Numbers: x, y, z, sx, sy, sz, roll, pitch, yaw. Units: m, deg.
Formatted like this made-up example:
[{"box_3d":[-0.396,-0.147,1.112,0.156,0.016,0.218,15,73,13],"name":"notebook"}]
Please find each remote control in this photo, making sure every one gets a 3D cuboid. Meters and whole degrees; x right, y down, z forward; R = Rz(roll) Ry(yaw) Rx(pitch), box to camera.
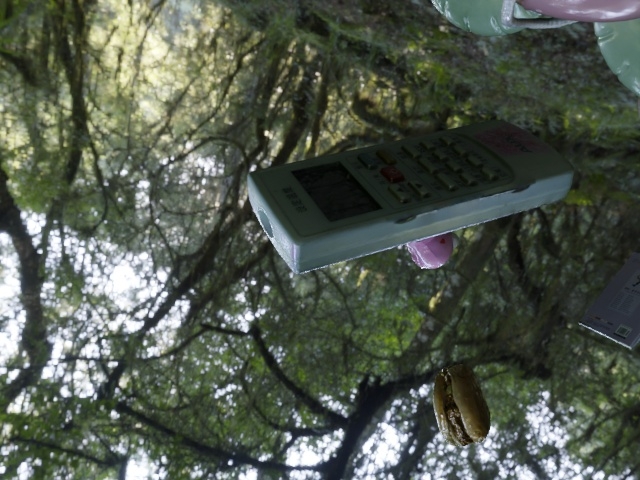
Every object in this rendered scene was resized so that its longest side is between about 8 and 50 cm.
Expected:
[{"box_3d":[0.102,-0.061,0.623,0.344,0.050,0.145,-16,-139,-19],"name":"remote control"}]

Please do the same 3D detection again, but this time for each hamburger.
[{"box_3d":[0.359,0.422,1.457,0.108,0.213,0.213,-21,-167,20],"name":"hamburger"}]

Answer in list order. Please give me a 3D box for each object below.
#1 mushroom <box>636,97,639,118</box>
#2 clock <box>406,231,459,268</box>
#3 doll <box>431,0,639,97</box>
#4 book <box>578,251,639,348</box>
[{"box_3d":[0.604,-0.343,0.905,0.295,0.362,0.362,21,-158,24],"name":"mushroom"},{"box_3d":[0.156,-0.055,1.090,0.195,0.100,0.194,43,-166,-23],"name":"clock"},{"box_3d":[0.154,-0.210,0.336,0.216,0.268,0.284,-38,-126,-21],"name":"doll"},{"box_3d":[0.570,0.103,1.038,0.014,0.181,0.127,41,177,-22],"name":"book"}]
